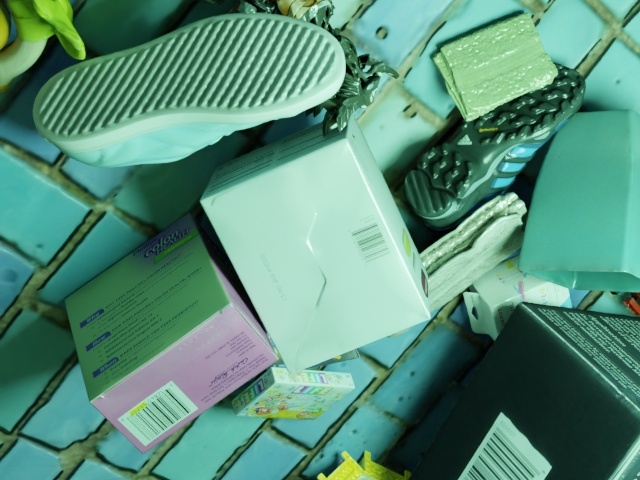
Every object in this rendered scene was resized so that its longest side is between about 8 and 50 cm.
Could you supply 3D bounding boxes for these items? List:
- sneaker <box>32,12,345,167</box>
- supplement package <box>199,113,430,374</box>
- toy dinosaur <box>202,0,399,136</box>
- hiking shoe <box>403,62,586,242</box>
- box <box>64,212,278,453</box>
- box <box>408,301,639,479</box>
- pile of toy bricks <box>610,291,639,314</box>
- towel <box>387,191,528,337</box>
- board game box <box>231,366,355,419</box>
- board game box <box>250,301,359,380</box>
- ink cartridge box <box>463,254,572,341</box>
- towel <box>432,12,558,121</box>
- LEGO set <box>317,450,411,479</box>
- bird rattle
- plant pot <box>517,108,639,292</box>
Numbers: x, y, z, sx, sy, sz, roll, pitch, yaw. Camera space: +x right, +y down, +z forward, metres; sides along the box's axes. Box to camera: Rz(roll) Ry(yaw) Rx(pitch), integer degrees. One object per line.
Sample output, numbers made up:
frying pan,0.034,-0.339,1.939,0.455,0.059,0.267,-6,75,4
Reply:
sneaker,-0.144,-0.169,1.463,0.366,0.135,0.150,-8,164,8
supplement package,0.000,0.000,1.593,0.204,0.145,0.262,-23,108,11
toy dinosaur,-0.020,-0.256,1.522,0.322,0.164,0.218,-27,110,22
hiking shoe,0.244,-0.130,1.729,0.304,0.113,0.132,-38,155,-3
box,-0.200,0.115,1.607,0.213,0.243,0.117,-35,125,2
box,0.415,0.378,1.886,0.472,0.297,0.480,10,117,-42
pile of toy bricks,0.489,0.019,1.899,0.212,0.118,0.105,47,73,-18
towel,0.184,0.043,1.769,0.282,0.049,0.187,-38,161,6
board game box,-0.040,0.227,1.818,0.154,0.026,0.103,10,140,-40
board game box,-0.030,0.113,1.780,0.194,0.060,0.194,2,118,-22
ink cartridge box,0.294,0.091,1.866,0.143,0.090,0.092,-24,124,-6
towel,0.236,-0.236,1.664,0.148,0.027,0.110,-26,91,-4
LEGO set,0.055,0.417,1.965,0.287,0.132,0.107,1,139,-47
bird rattle,-0.386,-0.270,1.392,0.253,0.143,0.207,25,124,-27
plant pot,0.398,-0.057,1.727,0.166,0.165,0.234,17,77,-49
